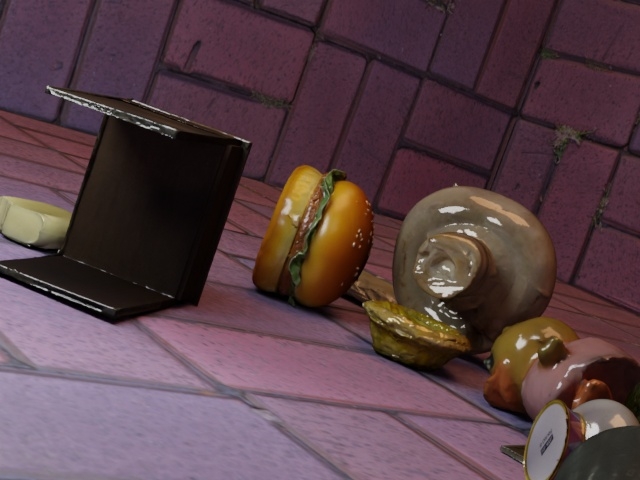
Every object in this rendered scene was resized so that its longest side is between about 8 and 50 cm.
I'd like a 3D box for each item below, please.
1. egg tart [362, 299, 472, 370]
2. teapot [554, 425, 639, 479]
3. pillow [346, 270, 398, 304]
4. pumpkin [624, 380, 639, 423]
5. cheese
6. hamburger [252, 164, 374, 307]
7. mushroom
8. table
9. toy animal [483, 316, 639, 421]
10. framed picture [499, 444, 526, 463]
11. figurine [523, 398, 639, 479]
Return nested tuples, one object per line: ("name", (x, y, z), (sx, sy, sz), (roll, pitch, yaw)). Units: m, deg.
("egg tart", (0.143, 0.149, 1.830), (0.191, 0.074, 0.191), (19, 6, -2))
("teapot", (0.261, 0.269, 0.990), (0.203, 0.171, 0.225), (53, 24, 14))
("pillow", (0.097, 0.095, 2.217), (0.229, 0.051, 0.128), (23, 15, 33))
("pumpkin", (0.487, 0.264, 1.514), (0.238, 0.159, 0.238), (40, 16, -14))
("cheese", (-0.397, -0.026, 1.782), (0.127, 0.050, 0.255), (20, 5, 14))
("hamburger", (-0.001, 0.001, 1.959), (0.169, 0.246, 0.246), (22, 7, 1))
("mushroom", (0.231, 0.056, 1.970), (0.292, 0.293, 0.290), (23, 15, 23))
("table", (-0.252, -0.050, 1.555), (0.196, 0.251, 0.282), (22, 6, 11))
("toy animal", (0.336, 0.193, 1.682), (0.281, 0.169, 0.195), (22, -37, 58))
("framed picture", (0.310, 0.290, 1.479), (0.149, 0.011, 0.109), (25, 8, 40))
("figurine", (0.366, 0.266, 1.323), (0.263, 0.142, 0.190), (20, 39, -10))
